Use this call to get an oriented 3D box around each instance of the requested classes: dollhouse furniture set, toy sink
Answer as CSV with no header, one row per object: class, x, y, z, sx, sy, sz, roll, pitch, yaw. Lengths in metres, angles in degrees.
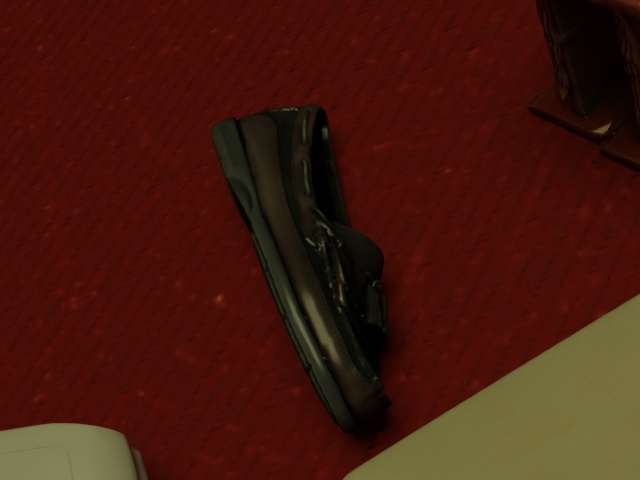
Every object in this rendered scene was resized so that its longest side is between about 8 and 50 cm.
dollhouse furniture set,0.305,-0.241,0.918,0.374,0.201,0.152,-44,52,-12
toy sink,0.160,0.158,0.732,0.234,0.131,0.152,-33,50,3

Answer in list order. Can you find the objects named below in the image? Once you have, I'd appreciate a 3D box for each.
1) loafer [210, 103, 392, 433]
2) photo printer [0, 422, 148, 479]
loafer,0.000,0.000,0.930,0.095,0.109,0.302,-24,48,-1
photo printer,-0.253,0.253,0.839,0.308,0.107,0.256,-11,53,13
